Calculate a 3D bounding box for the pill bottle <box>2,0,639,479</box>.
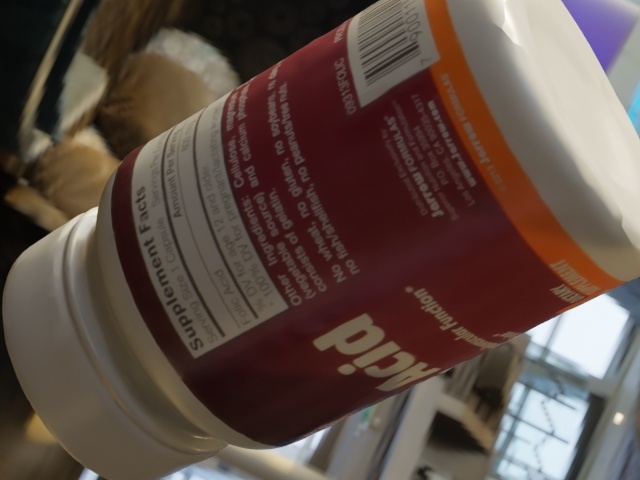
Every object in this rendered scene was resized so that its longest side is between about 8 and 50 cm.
[{"bbox_3d":[0.000,0.000,0.883,0.392,0.224,0.224,-29,-164,23],"label":"pill bottle"}]
